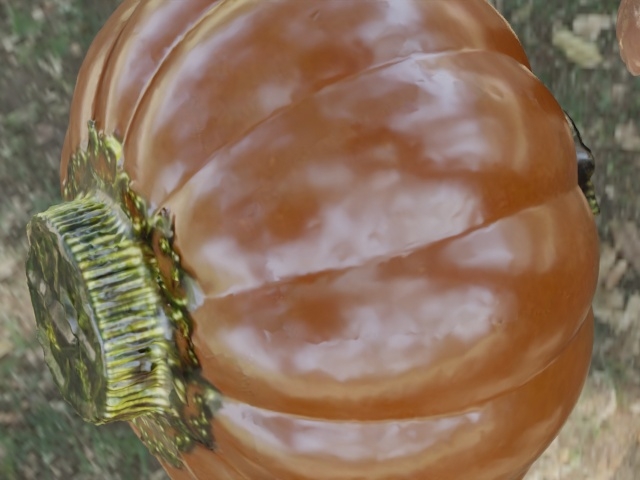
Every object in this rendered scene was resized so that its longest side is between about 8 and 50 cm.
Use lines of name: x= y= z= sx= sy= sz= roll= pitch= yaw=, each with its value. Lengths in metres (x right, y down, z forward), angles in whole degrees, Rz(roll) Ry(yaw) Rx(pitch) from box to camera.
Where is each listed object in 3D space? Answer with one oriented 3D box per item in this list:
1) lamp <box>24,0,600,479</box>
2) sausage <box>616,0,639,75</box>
lamp: x=0.000 y=0.000 z=0.629 sx=0.197 sy=0.223 sz=0.223 roll=-18 pitch=63 yaw=-24
sausage: x=0.290 y=-0.185 z=0.865 sx=0.088 sy=0.433 sz=0.087 roll=16 pitch=60 yaw=-30
